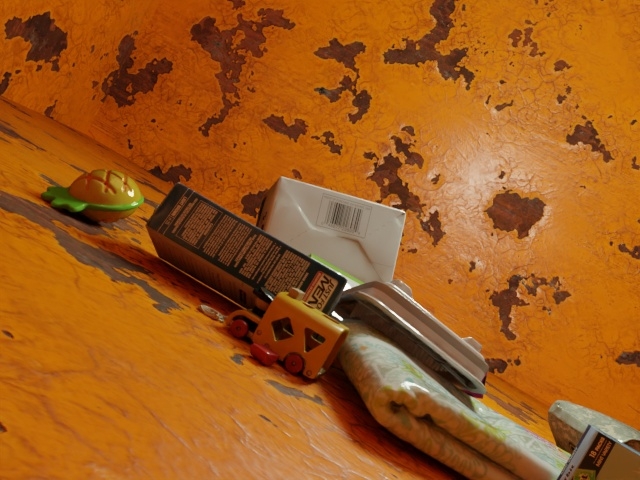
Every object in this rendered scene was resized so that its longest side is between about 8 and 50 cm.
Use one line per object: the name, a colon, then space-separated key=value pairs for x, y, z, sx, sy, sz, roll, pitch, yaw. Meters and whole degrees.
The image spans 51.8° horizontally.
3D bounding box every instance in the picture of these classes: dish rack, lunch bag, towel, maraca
dish rack: x=0.164 y=0.170 z=1.247 sx=0.285 sy=0.072 sz=0.333 roll=38 pitch=-15 yaw=-4
lunch bag: x=0.704 y=0.516 z=1.594 sx=0.287 sy=0.169 sz=0.235 roll=34 pitch=-1 yaw=-20
towel: x=0.198 y=0.269 z=1.029 sx=0.374 sy=0.090 sz=0.320 roll=33 pitch=-1 yaw=-13
maraca: x=-0.422 y=-0.082 z=1.233 sx=0.185 sy=0.099 sz=0.127 roll=-9 pitch=28 yaw=-45

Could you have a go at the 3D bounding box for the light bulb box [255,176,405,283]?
light bulb box: x=0.000 y=0.000 z=1.840 sx=0.357 sy=0.225 sz=0.361 roll=16 pitch=-7 yaw=-11

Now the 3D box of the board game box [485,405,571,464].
board game box: x=0.454 y=0.446 z=1.388 sx=0.317 sy=0.046 sz=0.213 roll=30 pitch=1 yaw=-4

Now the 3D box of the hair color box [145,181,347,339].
hair color box: x=-0.132 y=0.049 z=1.190 sx=0.347 sy=0.105 sz=0.174 roll=30 pitch=-19 yaw=5

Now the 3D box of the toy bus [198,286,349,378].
toy bus: x=-0.054 y=0.125 z=1.011 sx=0.202 sy=0.104 sz=0.191 roll=30 pitch=0 yaw=-32

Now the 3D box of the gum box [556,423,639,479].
gum box: x=0.403 y=0.360 z=0.872 sx=0.184 sy=0.157 sz=0.041 roll=30 pitch=1 yaw=4

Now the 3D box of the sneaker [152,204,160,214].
sneaker: x=-0.318 y=-0.026 z=1.670 sx=0.228 sy=0.087 sz=0.092 roll=28 pitch=3 yaw=-7

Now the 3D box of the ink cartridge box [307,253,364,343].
ink cartridge box: x=0.021 y=0.177 z=1.445 sx=0.188 sy=0.097 sz=0.255 roll=30 pitch=35 yaw=-21

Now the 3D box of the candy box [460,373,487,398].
candy box: x=0.286 y=0.302 z=1.556 sx=0.159 sy=0.071 sz=0.233 roll=11 pitch=-2 yaw=0
